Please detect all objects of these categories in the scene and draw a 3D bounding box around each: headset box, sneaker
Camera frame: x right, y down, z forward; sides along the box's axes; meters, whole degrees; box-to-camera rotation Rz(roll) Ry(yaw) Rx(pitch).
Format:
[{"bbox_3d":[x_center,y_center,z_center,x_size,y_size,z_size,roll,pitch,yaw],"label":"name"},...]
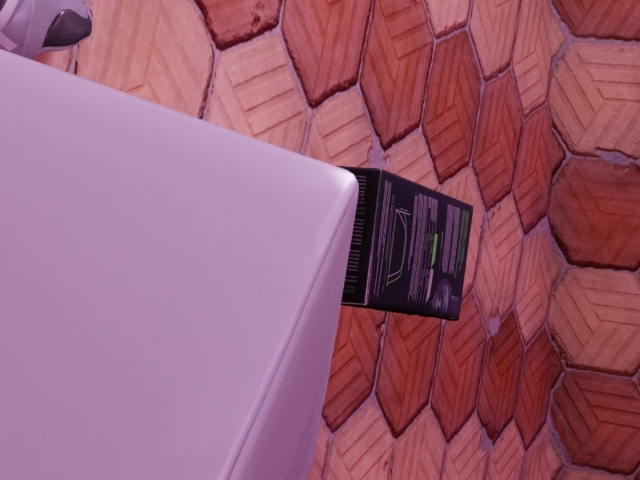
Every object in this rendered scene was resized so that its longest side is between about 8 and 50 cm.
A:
[{"bbox_3d":[0.000,0.000,1.352,0.283,0.246,0.131,13,84,-65],"label":"headset box"},{"bbox_3d":[-0.214,-0.240,1.061,0.228,0.086,0.132,-64,154,-15],"label":"sneaker"}]

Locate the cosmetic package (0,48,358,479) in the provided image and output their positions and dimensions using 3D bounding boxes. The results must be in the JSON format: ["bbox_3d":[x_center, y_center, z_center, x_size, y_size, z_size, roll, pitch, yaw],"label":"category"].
[{"bbox_3d":[-0.193,0.138,0.769,0.393,0.329,0.327,98,14,-59],"label":"cosmetic package"}]
